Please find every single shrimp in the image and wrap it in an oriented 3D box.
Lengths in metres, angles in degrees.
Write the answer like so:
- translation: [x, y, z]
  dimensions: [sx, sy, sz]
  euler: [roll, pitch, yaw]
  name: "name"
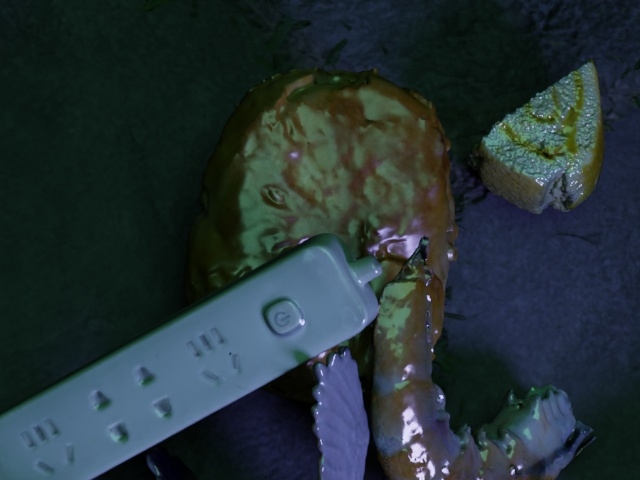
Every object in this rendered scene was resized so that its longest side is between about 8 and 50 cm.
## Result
- translation: [0.118, 0.152, 1.767]
  dimensions: [0.287, 0.068, 0.185]
  euler: [45, 65, -29]
  name: "shrimp"

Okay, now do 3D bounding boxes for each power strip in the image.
- translation: [-0.115, 0.109, 1.689]
  dimensions: [0.385, 0.062, 0.091]
  euler: [-29, 92, 14]
  name: "power strip"

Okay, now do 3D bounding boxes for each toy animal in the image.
- translation: [-0.011, 0.287, 1.644]
  dimensions: [0.302, 0.225, 0.284]
  euler: [50, 28, -21]
  name: "toy animal"

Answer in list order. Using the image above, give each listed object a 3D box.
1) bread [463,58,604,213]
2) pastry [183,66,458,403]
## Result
- translation: [0.232, -0.090, 1.935]
  dimensions: [0.156, 0.103, 0.110]
  euler: [-37, 75, -16]
  name: "bread"
- translation: [0.000, 0.000, 1.817]
  dimensions: [0.255, 0.162, 0.311]
  euler: [18, 75, -16]
  name: "pastry"
